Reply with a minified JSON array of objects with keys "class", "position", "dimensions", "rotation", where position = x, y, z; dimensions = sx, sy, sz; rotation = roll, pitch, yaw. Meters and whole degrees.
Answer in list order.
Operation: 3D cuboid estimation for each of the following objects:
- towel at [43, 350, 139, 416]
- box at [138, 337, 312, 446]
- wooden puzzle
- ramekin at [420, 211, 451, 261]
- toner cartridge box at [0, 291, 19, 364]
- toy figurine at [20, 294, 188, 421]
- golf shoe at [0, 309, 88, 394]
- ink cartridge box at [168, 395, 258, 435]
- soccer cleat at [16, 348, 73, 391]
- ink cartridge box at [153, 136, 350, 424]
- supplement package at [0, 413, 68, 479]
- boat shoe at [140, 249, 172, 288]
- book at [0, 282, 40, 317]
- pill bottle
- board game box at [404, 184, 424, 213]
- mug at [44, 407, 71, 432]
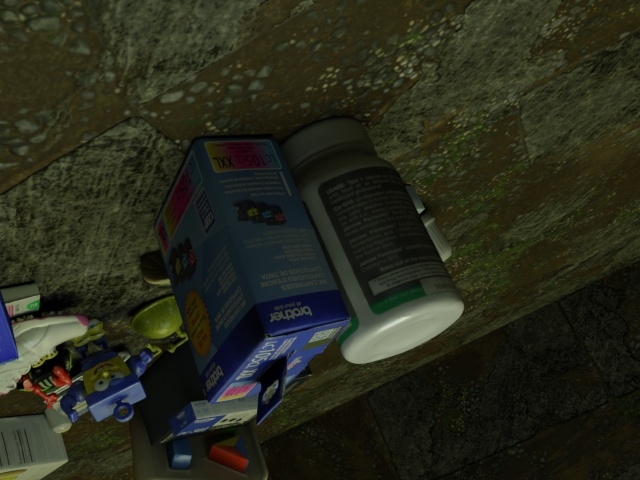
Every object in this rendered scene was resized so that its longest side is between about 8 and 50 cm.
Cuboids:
[{"class":"towel","position":[-0.534,0.347,1.829],"dimensions":[0.209,0.034,0.285],"rotation":[-29,166,-17]},{"class":"box","position":[-0.257,0.363,1.996],"dimensions":[0.313,0.179,0.343],"rotation":[-2,149,-43]},{"class":"wooden puzzle","position":[-0.337,0.540,2.111],"dimensions":[0.348,0.322,0.080],"rotation":[5,114,-20]},{"class":"ramekin","position":[0.197,0.040,1.725],"dimensions":[0.207,0.109,0.207],"rotation":[-39,174,-5]},{"class":"toner cartridge box","position":[-0.528,0.056,1.033],"dimensions":[0.165,0.075,0.347],"rotation":[-14,139,-20]},{"class":"toy figurine","position":[-0.395,0.283,1.553],"dimensions":[0.363,0.217,0.191],"rotation":[-24,134,-19]},{"class":"golf shoe","position":[-0.561,0.212,1.375],"dimensions":[0.306,0.140,0.115],"rotation":[-14,175,-29]},{"class":"ink cartridge box","position":[-0.245,0.411,1.822],"dimensions":[0.207,0.046,0.097],"rotation":[5,143,-48]},{"class":"soccer cleat","position":[-0.588,0.283,1.642],"dimensions":[0.072,0.060,0.179],"rotation":[2,149,-45]},{"class":"ink cartridge box","position":[-0.111,0.073,1.192],"dimensions":[0.151,0.395,0.270],"rotation":[-9,154,-32]},{"class":"supplement package","position":[-0.775,0.521,1.893],"dimensions":[0.139,0.133,0.244],"rotation":[-36,155,26]},{"class":"boat shoe","position":[-0.227,0.047,1.450],"dimensions":[0.224,0.080,0.073],"rotation":[-8,162,-19]},{"class":"book","position":[-0.562,0.116,1.328],"dimensions":[0.144,0.035,0.096],"rotation":[-14,161,-26]},{"class":"pill bottle","position":[0.064,-0.005,1.234],"dimensions":[0.204,0.361,0.204],"rotation":[-20,158,-8]},{"class":"board game box","position":[0.000,0.000,1.578],"dimensions":[0.319,0.066,0.318],"rotation":[-3,150,-43]},{"class":"mug","position":[-0.653,0.451,1.950],"dimensions":[0.062,0.064,0.078],"rotation":[-38,154,30]}]
